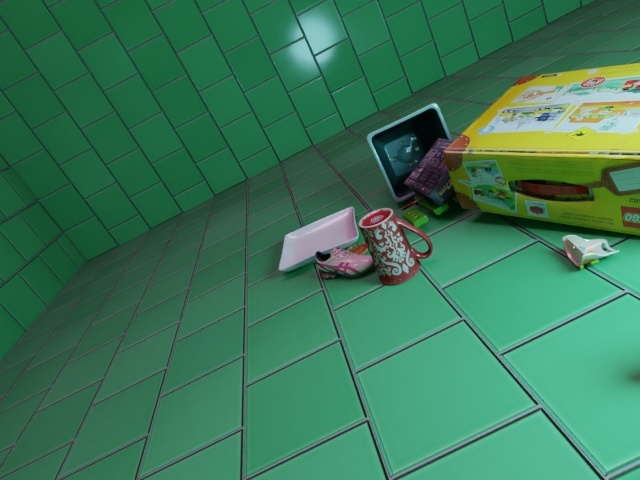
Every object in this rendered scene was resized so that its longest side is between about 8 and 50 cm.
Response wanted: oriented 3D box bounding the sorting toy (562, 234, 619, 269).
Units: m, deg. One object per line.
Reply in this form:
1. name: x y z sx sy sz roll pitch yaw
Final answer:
1. sorting toy: 0.530 0.020 0.846 0.075 0.044 0.083 -15 24 10

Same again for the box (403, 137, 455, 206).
1. box: 0.355 -0.209 1.288 0.183 0.059 0.232 -53 17 8

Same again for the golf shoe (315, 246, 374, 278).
1. golf shoe: 0.063 0.059 1.219 0.186 0.085 0.067 -9 28 35

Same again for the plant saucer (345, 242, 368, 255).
1. plant saucer: 0.107 0.036 1.312 0.084 0.013 0.083 -24 22 10

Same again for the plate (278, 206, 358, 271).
1. plate: 0.000 0.000 1.466 0.278 0.045 0.277 -24 22 11

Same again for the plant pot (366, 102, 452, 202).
1. plant pot: 0.316 -0.303 1.528 0.247 0.247 0.252 -25 8 7

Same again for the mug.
1. mug: 0.185 0.003 1.093 0.150 0.169 0.113 -30 22 -4

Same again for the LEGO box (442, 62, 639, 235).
1. LEGO box: 0.606 -0.221 0.979 0.372 0.193 0.500 -42 32 -20

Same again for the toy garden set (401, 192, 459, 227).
1. toy garden set: 0.364 -0.122 1.320 0.244 0.049 0.203 -32 18 2
